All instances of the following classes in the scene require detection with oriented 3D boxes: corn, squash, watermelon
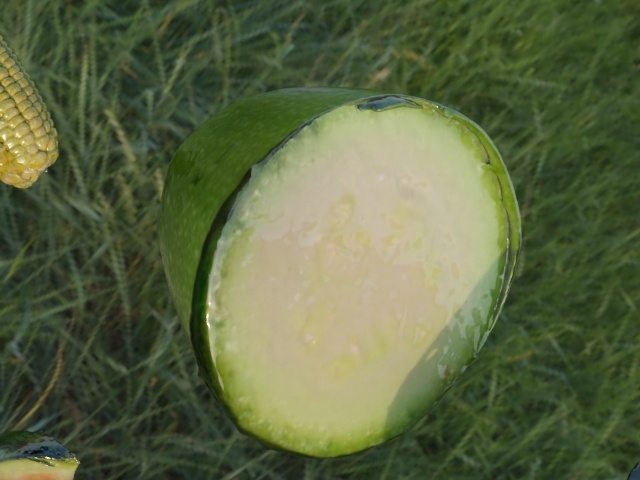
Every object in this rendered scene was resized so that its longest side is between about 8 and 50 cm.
[{"bbox_3d":[-0.337,-0.172,1.093,0.291,0.101,0.101,55,39,0],"label":"corn"},{"bbox_3d":[0.000,0.000,0.564,0.170,0.170,0.123,15,17,-35],"label":"squash"},{"bbox_3d":[-0.291,0.253,1.126,0.119,0.245,0.063,32,37,3],"label":"watermelon"}]

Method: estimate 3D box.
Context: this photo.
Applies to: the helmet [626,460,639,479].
[{"bbox_3d":[0.178,0.233,0.471,0.225,0.177,0.305,41,71,-56],"label":"helmet"}]
